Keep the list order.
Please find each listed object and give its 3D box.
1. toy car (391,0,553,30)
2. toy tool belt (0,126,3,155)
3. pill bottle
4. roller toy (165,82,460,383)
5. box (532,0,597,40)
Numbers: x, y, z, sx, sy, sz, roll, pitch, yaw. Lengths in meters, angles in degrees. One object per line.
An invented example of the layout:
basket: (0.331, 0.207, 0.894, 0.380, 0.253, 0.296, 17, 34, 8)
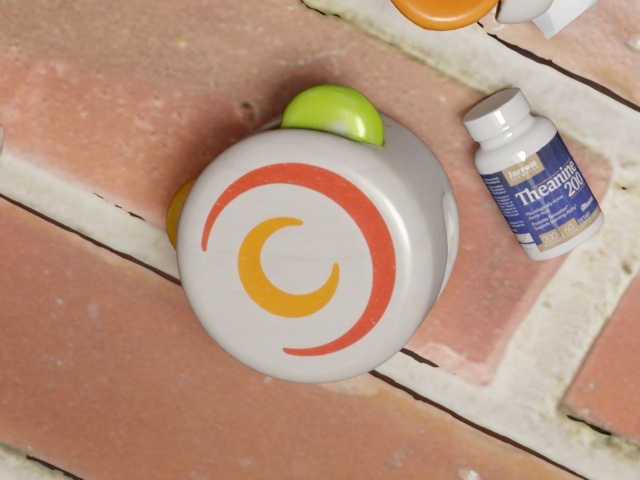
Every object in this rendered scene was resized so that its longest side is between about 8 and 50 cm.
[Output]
toy car: (0.096, -0.226, 1.232, 0.159, 0.136, 0.182, 17, 110, 1)
toy tool belt: (-0.287, -0.072, 1.414, 0.083, 0.051, 0.052, 4, 109, 4)
pill bottle: (0.156, -0.051, 1.371, 0.067, 0.067, 0.120, -28, 104, 14)
roller toy: (0.000, 0.000, 1.363, 0.209, 0.146, 0.191, -36, 93, 21)
box: (0.200, -0.277, 1.301, 0.233, 0.044, 0.159, -39, 101, 16)
